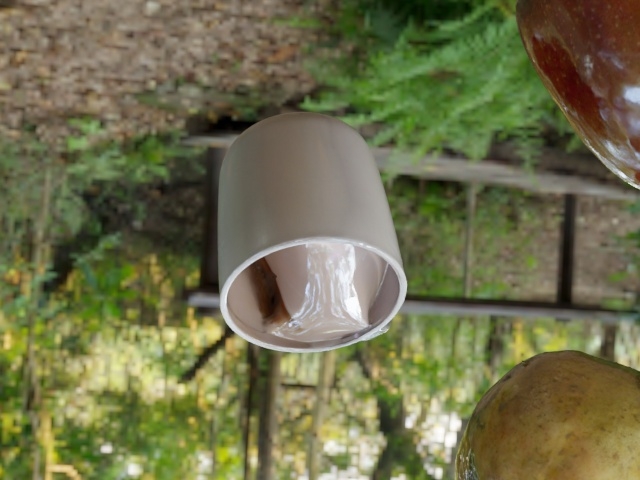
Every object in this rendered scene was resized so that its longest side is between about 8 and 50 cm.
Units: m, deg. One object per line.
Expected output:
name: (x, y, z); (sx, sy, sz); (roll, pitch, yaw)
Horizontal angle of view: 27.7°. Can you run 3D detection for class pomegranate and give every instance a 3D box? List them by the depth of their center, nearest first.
pomegranate: (0.286, 0.258, 1.419); (0.281, 0.281, 0.281); (3, 177, 0)

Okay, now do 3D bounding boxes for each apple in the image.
apple: (0.350, -0.188, 1.214); (0.317, 0.288, 0.288); (46, -173, 12)

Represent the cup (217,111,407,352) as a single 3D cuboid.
cup: (0.000, 0.000, 1.408); (0.191, 0.200, 0.253); (-26, 136, 21)
